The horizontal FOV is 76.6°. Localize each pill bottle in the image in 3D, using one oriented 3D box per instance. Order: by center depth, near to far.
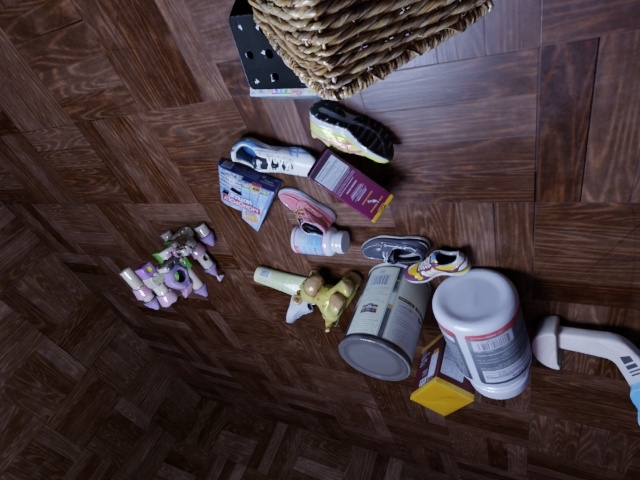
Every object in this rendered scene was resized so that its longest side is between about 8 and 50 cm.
[{"bbox_3d":[0.454,0.267,1.112,0.210,0.210,0.363,-3,132,34],"label":"pill bottle"},{"bbox_3d":[0.000,0.000,1.186,0.160,0.087,0.087,5,136,27],"label":"pill bottle"}]

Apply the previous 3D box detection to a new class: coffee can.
[{"bbox_3d":[0.194,0.230,1.174,0.201,0.275,0.202,17,141,15],"label":"coffee can"}]

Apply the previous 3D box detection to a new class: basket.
[{"bbox_3d":[0.051,-0.369,0.572,0.213,0.299,0.223,44,166,52],"label":"basket"}]

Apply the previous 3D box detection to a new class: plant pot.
[{"bbox_3d":[-0.056,-0.374,0.738,0.187,0.167,0.188,8,137,23],"label":"plant pot"}]

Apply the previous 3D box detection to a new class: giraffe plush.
[{"bbox_3d":[0.011,0.170,1.317,0.170,0.181,0.210,32,126,14],"label":"giraffe plush"}]

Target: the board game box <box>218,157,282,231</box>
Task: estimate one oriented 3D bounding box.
[{"bbox_3d":[-0.217,-0.124,1.201,0.194,0.060,0.194,22,141,9],"label":"board game box"}]

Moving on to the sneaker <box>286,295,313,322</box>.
[{"bbox_3d":[-0.074,0.260,1.540,0.094,0.080,0.212,15,140,-2],"label":"sneaker"}]

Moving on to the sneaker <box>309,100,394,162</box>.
[{"bbox_3d":[0.067,-0.228,0.909,0.208,0.081,0.094,31,150,5],"label":"sneaker"}]

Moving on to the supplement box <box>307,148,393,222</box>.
[{"bbox_3d":[0.067,-0.132,0.959,0.188,0.104,0.081,33,99,-10],"label":"supplement box"}]

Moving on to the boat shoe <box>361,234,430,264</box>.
[{"bbox_3d":[0.197,0.031,1.119,0.206,0.065,0.075,-5,131,36],"label":"boat shoe"}]

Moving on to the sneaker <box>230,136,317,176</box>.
[{"bbox_3d":[-0.117,-0.202,1.034,0.237,0.086,0.085,16,139,14],"label":"sneaker"}]

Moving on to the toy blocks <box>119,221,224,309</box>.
[{"bbox_3d":[-0.482,0.122,1.459,0.308,0.289,0.260,-10,122,35],"label":"toy blocks"}]

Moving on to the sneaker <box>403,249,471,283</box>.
[{"bbox_3d":[0.298,0.062,1.082,0.185,0.070,0.084,-17,140,32],"label":"sneaker"}]

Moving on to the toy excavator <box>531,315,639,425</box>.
[{"bbox_3d":[0.833,0.339,1.004,0.445,0.222,0.433,52,138,-7],"label":"toy excavator"}]

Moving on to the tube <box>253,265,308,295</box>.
[{"bbox_3d":[-0.120,0.152,1.449,0.240,0.062,0.070,15,138,17],"label":"tube"}]

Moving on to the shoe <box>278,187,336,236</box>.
[{"bbox_3d":[-0.048,-0.079,1.132,0.178,0.081,0.063,28,142,1],"label":"shoe"}]

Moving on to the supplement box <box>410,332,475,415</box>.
[{"bbox_3d":[0.412,0.438,1.340,0.129,0.194,0.191,26,142,3],"label":"supplement box"}]

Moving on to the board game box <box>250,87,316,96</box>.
[{"bbox_3d":[-0.056,-0.315,0.855,0.154,0.103,0.026,8,107,23],"label":"board game box"}]
